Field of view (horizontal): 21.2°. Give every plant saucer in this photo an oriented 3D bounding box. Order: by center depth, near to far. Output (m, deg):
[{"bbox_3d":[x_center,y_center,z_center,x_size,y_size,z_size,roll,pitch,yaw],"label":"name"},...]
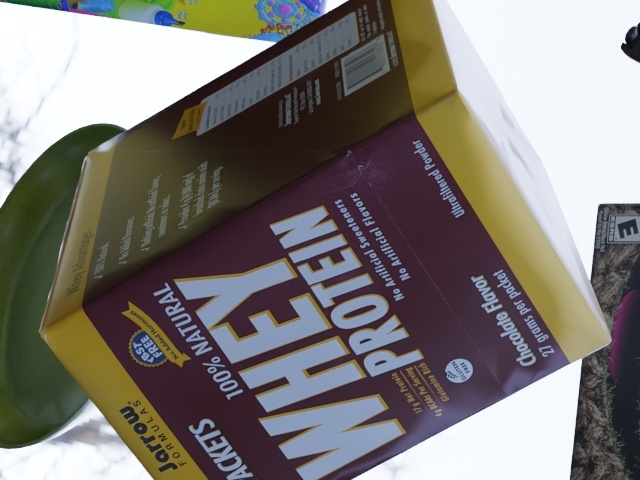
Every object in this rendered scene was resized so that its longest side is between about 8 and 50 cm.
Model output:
[{"bbox_3d":[-0.177,0.035,1.211,0.241,0.037,0.241,-26,-127,41],"label":"plant saucer"}]

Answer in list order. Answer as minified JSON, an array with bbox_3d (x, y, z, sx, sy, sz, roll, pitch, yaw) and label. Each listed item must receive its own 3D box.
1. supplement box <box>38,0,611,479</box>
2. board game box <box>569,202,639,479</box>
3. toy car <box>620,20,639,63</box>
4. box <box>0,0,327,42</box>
[{"bbox_3d":[0.000,0.000,0.763,0.194,0.129,0.191,-29,-158,11],"label":"supplement box"},{"bbox_3d":[0.357,0.099,1.298,0.291,0.141,0.232,0,-106,28],"label":"board game box"},{"bbox_3d":[0.240,-0.112,0.993,0.122,0.040,0.060,15,-108,32],"label":"toy car"},{"bbox_3d":[-0.111,-0.314,1.238,0.290,0.279,0.177,103,-5,-52],"label":"box"}]
